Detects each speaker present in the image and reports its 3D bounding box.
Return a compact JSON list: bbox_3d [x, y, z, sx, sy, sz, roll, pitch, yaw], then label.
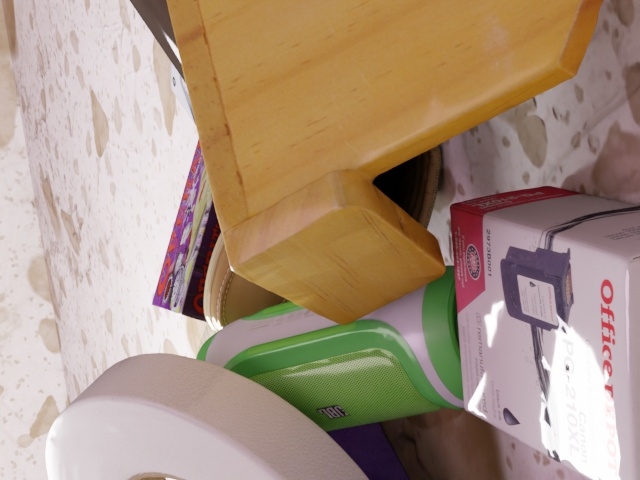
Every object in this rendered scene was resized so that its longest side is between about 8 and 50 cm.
[{"bbox_3d":[0.026,0.107,1.212,0.296,0.131,0.131,-17,83,38],"label":"speaker"}]

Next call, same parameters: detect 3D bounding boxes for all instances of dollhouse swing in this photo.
[{"bbox_3d":[0.061,-0.168,1.010,0.315,0.305,0.347,32,-140,-64],"label":"dollhouse swing"}]

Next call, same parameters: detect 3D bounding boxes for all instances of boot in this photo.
[{"bbox_3d":[0.000,0.000,1.301,0.262,0.095,0.203,-57,29,-5],"label":"boot"}]

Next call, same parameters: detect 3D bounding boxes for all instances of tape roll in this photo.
[{"bbox_3d":[-0.089,0.281,1.278,0.392,0.072,0.392,21,133,24],"label":"tape roll"}]

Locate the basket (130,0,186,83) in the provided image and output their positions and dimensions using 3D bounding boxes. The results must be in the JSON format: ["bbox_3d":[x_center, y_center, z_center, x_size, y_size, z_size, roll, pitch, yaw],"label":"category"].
[{"bbox_3d":[-0.089,-0.237,1.298,0.227,0.204,0.154,66,170,-22],"label":"basket"}]

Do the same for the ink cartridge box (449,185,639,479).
[{"bbox_3d":[0.194,0.065,0.966,0.237,0.100,0.172,-158,60,-65],"label":"ink cartridge box"}]

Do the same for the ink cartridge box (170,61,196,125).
[{"bbox_3d":[-0.139,-0.244,1.720,0.224,0.045,0.223,-130,36,-50],"label":"ink cartridge box"}]

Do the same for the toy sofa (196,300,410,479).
[{"bbox_3d":[0.003,0.195,1.436,0.362,0.150,0.177,63,148,36],"label":"toy sofa"}]

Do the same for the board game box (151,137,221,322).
[{"bbox_3d":[-0.106,-0.084,1.494,0.208,0.056,0.347,172,113,-78],"label":"board game box"}]
